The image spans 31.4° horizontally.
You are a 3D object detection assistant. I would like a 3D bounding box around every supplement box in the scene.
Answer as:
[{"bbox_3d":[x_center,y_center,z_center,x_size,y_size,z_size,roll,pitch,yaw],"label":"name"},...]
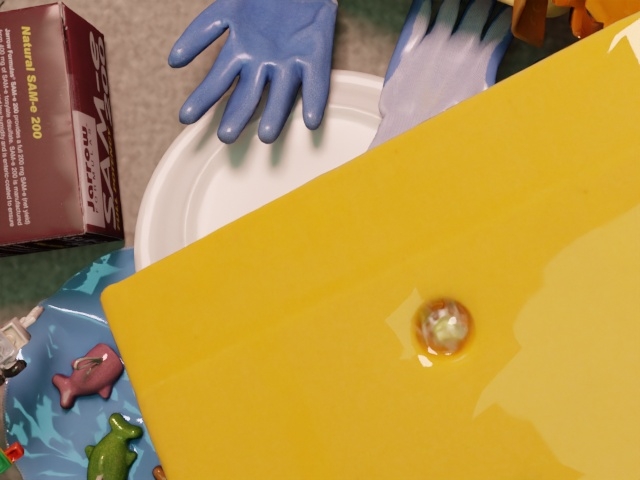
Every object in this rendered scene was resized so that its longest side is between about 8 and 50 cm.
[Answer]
[{"bbox_3d":[-0.242,-0.049,0.652,0.240,0.073,0.130,-7,86,8],"label":"supplement box"}]

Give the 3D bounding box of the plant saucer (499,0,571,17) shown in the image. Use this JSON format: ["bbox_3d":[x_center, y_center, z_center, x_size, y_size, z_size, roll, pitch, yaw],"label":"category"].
[{"bbox_3d":[0.046,-0.319,0.633,0.333,0.081,0.332,24,89,9],"label":"plant saucer"}]

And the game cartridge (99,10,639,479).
[{"bbox_3d":[0.087,0.106,0.462,0.285,0.053,0.323,-26,77,15],"label":"game cartridge"}]

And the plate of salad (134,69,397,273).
[{"bbox_3d":[0.000,0.000,0.615,0.200,0.048,0.199,-2,68,5],"label":"plate of salad"}]

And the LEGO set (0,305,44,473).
[{"bbox_3d":[-0.250,0.113,0.599,0.244,0.060,0.182,11,96,-9],"label":"LEGO set"}]

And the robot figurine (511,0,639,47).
[{"bbox_3d":[0.179,-0.082,0.540,0.211,0.085,0.291,3,114,-5],"label":"robot figurine"}]

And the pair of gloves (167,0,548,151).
[{"bbox_3d":[0.023,-0.101,0.617,0.198,0.023,0.159,18,65,11],"label":"pair of gloves"}]

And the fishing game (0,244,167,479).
[{"bbox_3d":[-0.094,0.093,0.636,0.264,0.041,0.189,-30,79,4],"label":"fishing game"}]
